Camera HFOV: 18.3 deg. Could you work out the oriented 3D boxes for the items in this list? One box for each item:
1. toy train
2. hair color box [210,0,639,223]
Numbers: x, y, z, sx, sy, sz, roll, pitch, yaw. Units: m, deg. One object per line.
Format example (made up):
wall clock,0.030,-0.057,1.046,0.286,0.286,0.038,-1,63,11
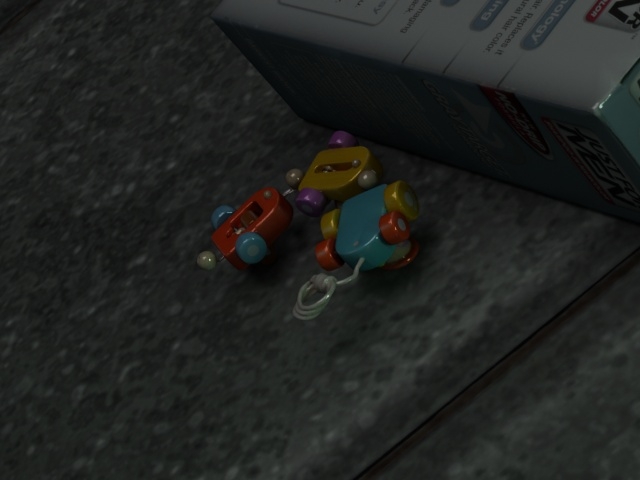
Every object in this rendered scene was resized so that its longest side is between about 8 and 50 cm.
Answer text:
toy train,0.000,0.000,1.211,0.125,0.046,0.166,-46,32,-4
hair color box,0.117,-0.141,1.188,0.185,0.113,0.374,-51,35,-13
